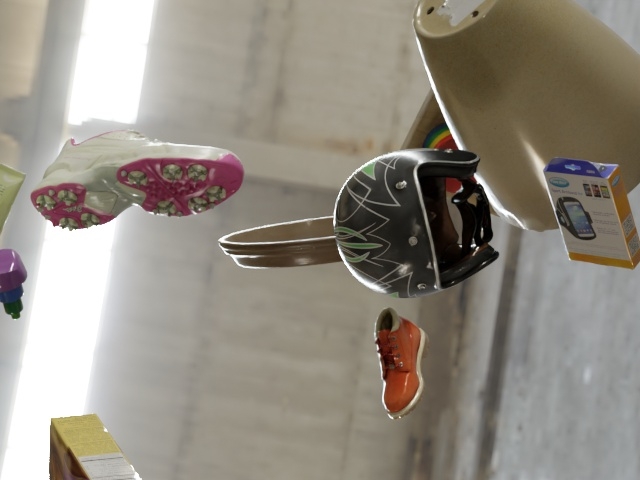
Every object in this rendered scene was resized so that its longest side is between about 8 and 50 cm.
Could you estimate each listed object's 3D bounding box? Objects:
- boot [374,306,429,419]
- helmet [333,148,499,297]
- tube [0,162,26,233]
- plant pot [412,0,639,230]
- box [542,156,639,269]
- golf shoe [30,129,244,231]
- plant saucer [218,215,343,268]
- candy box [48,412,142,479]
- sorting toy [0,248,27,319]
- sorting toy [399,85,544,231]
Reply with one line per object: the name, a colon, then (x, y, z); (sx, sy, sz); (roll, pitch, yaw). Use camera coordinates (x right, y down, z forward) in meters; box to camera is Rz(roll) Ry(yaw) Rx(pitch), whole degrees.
boot: (0.098, 0.163, 2.077); (0.084, 0.059, 0.158); (48, -146, -33)
helmet: (0.093, -0.017, 1.613); (0.169, 0.161, 0.169); (35, 135, 45)
tube: (-0.448, 0.010, 1.975); (0.240, 0.070, 0.062); (-70, 23, 9)
plant pot: (0.235, -0.195, 1.798); (0.274, 0.256, 0.256); (46, -141, -35)
box: (0.283, -0.034, 1.620); (0.028, 0.081, 0.136); (-44, -52, -34)
golf shoe: (-0.241, -0.102, 2.073); (0.115, 0.306, 0.140); (63, -151, -44)
plant saucer: (0.000, 0.000, 2.120); (0.278, 0.278, 0.041); (-70, -27, -84)
candy box: (-0.217, 0.252, 1.494); (0.186, 0.053, 0.109); (-142, 53, -62)
sorting toy: (-0.608, 0.091, 2.312); (0.127, 0.365, 0.126); (-85, -11, -56)
sorting toy: (0.274, -0.150, 2.208); (0.255, 0.257, 0.089); (-64, 19, 19)
